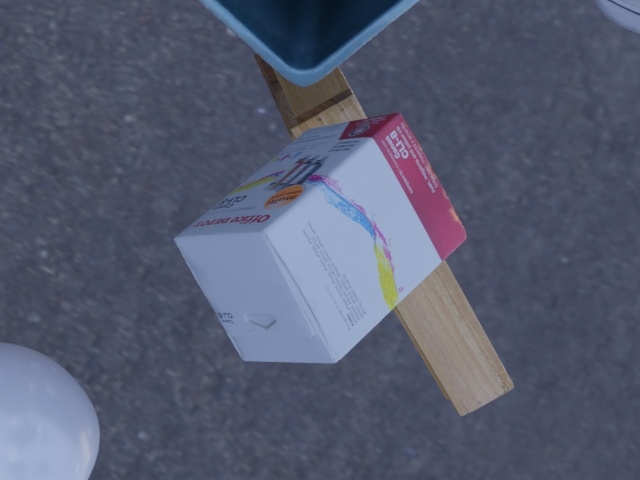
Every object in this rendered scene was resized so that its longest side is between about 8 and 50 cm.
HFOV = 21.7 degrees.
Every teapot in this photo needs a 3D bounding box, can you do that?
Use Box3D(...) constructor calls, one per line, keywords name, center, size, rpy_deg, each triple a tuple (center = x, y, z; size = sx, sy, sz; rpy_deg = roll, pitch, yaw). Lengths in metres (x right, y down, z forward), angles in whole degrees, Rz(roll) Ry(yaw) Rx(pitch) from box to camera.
Box3D(name="teapot", center=(-0.358, 0.191, 1.659), size=(0.252, 0.256, 0.187), rpy_deg=(-50, 125, -22))

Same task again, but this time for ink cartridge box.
Box3D(name="ink cartridge box", center=(0.000, 0.000, 1.351), size=(0.176, 0.128, 0.127), rpy_deg=(-42, 113, -33))

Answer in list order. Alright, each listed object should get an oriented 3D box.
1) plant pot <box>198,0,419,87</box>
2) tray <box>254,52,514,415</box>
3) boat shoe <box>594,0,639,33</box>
Box3D(name="plant pot", center=(-0.004, -0.335, 1.382), size=(0.248, 0.252, 0.247), rpy_deg=(-36, 118, 29))
Box3D(name="tray", center=(0.063, -0.025, 1.709), size=(0.076, 0.203, 0.411), rpy_deg=(-28, 125, 3))
Box3D(name="boat shoe", center=(0.254, -0.141, 0.870), size=(0.096, 0.267, 0.088), rpy_deg=(-57, 146, -12))
